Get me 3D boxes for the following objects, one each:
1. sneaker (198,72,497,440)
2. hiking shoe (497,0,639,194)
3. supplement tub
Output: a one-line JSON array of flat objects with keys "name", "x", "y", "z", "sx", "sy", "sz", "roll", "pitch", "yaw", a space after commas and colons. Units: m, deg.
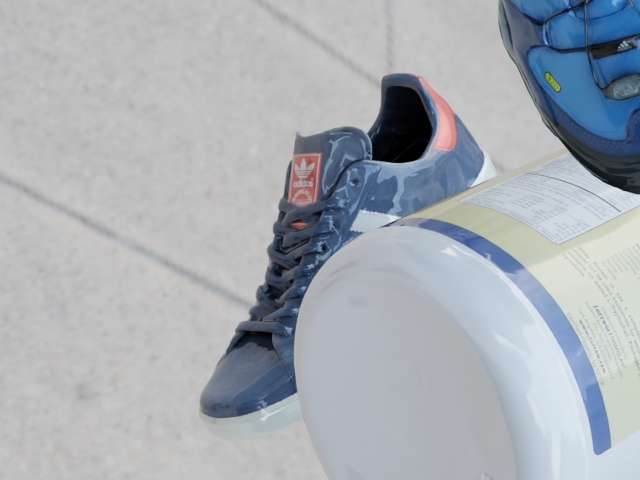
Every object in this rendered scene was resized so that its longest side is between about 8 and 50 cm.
[{"name": "sneaker", "x": 0.000, "y": 0.000, "z": 1.304, "sx": 0.350, "sy": 0.131, "sz": 0.148, "roll": -51, "pitch": 124, "yaw": -32}, {"name": "hiking shoe", "x": 0.120, "y": -0.168, "z": 0.838, "sx": 0.132, "sy": 0.113, "sz": 0.304, "roll": 9, "pitch": 63, "yaw": -66}, {"name": "supplement tub", "x": 0.165, "y": 0.060, "z": 1.049, "sx": 0.316, "sy": 0.228, "sz": 0.228, "roll": -23, "pitch": 89, "yaw": -37}]
